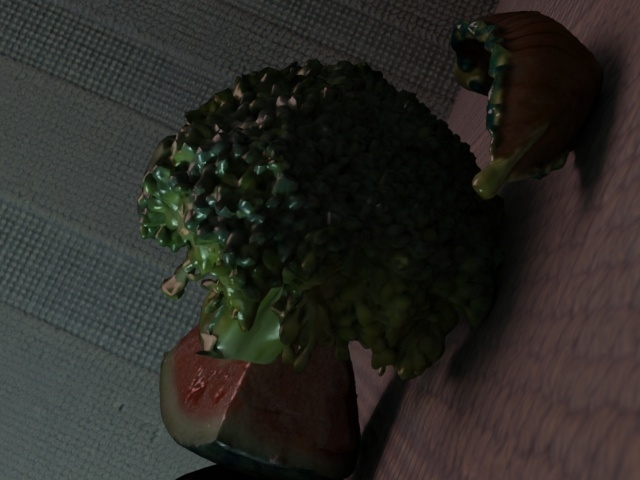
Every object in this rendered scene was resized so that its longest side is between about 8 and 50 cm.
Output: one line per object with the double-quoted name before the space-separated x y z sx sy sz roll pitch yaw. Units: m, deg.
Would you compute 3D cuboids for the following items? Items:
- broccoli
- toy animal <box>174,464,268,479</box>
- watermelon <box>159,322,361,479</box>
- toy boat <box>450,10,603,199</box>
"broccoli" 0.020 -0.016 0.623 0.338 0.277 0.317 -57 -1 -33
"toy animal" -0.133 0.400 0.743 0.251 0.250 0.310 -67 -10 14
"watermelon" -0.084 0.151 0.832 0.283 0.250 0.293 150 108 -88
"toy boat" 0.147 -0.110 0.512 0.099 0.108 0.293 -33 16 20
